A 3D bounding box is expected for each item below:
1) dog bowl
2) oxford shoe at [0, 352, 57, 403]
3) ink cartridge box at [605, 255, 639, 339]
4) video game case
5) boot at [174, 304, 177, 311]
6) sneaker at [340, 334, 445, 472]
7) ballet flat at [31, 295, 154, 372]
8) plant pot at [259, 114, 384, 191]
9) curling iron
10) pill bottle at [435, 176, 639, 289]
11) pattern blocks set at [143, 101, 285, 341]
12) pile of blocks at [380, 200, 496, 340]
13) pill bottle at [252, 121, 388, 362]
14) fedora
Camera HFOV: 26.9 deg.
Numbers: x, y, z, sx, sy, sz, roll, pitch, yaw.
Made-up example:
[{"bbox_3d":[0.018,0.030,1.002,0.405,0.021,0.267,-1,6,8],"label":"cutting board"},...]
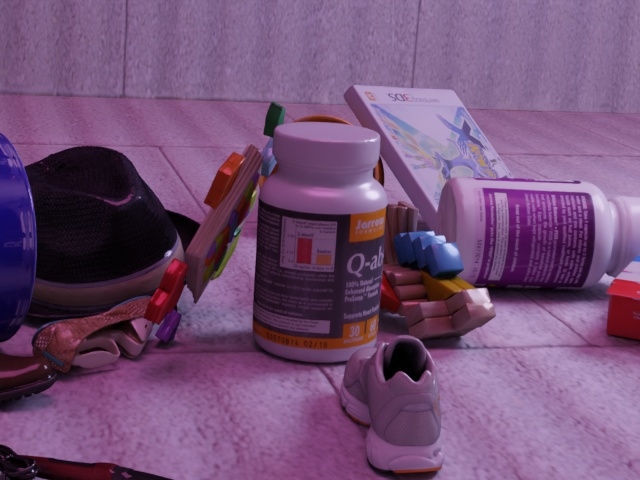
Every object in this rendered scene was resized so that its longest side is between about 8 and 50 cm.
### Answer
[{"bbox_3d":[-0.436,-0.003,1.589,0.104,0.264,0.265,-3,16,-36],"label":"dog bowl"},{"bbox_3d":[-0.398,0.125,1.443,0.227,0.096,0.083,5,13,-3],"label":"oxford shoe"},{"bbox_3d":[0.478,0.089,1.855,0.134,0.078,0.231,10,15,23],"label":"ink cartridge box"},{"bbox_3d":[0.219,-0.128,2.265,0.300,0.036,0.329,-5,57,-50],"label":"video game case"},{"bbox_3d":[-0.250,0.067,1.808,0.099,0.045,0.121,-10,33,-14],"label":"boot"},{"bbox_3d":[0.084,0.148,1.434,0.099,0.121,0.262,2,14,-11],"label":"sneaker"},{"bbox_3d":[-0.253,0.119,1.600,0.067,0.073,0.206,41,34,23],"label":"ballet flat"},{"bbox_3d":[0.021,-0.099,2.274,0.205,0.205,0.188,8,-1,17],"label":"plant pot"},{"bbox_3d":[-0.195,0.227,1.221,0.274,0.035,0.068,7,19,15],"label":"curling iron"},{"bbox_3d":[0.336,-0.009,2.020,0.302,0.169,0.169,2,15,-6],"label":"pill bottle"},{"bbox_3d":[-0.121,-0.019,1.673,0.026,0.324,0.285,26,-12,5],"label":"pattern blocks set"},{"bbox_3d":[0.089,0.032,1.831,0.113,0.148,0.362,-4,17,-31],"label":"pile of blocks"},{"bbox_3d":[0.000,0.000,1.669,0.162,0.278,0.162,4,15,-1],"label":"pill bottle"},{"bbox_3d":[-0.314,-0.028,1.785,0.334,0.152,0.334,-6,28,4],"label":"fedora"}]
